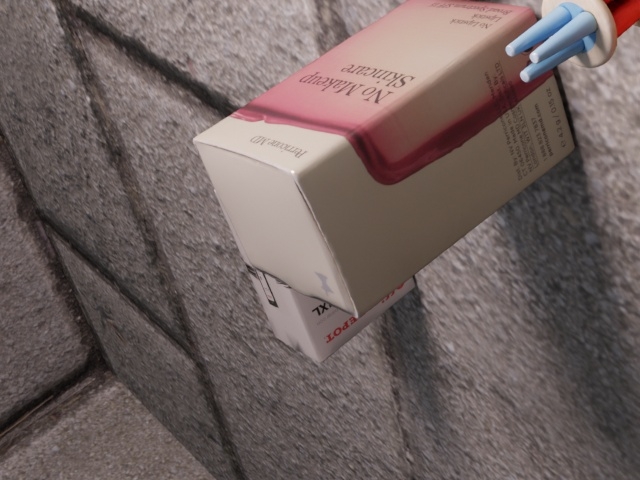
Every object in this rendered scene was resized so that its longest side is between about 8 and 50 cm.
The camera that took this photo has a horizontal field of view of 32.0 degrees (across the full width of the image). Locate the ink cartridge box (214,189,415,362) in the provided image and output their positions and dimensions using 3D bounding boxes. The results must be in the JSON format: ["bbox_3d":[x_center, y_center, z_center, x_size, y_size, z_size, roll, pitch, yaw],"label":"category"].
[{"bbox_3d":[0.000,0.000,1.156,0.086,0.148,0.203,24,144,48],"label":"ink cartridge box"}]

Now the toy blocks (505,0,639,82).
[{"bbox_3d":[0.188,-0.117,0.611,0.123,0.148,0.054,38,153,36],"label":"toy blocks"}]

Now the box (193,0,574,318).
[{"bbox_3d":[0.049,-0.072,0.841,0.149,0.232,0.126,22,141,53],"label":"box"}]
